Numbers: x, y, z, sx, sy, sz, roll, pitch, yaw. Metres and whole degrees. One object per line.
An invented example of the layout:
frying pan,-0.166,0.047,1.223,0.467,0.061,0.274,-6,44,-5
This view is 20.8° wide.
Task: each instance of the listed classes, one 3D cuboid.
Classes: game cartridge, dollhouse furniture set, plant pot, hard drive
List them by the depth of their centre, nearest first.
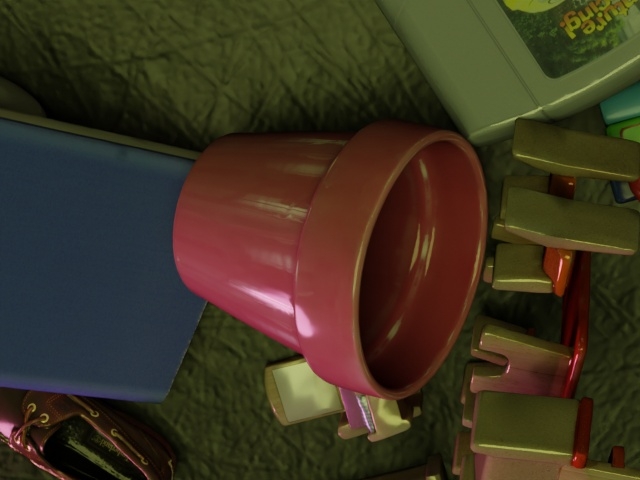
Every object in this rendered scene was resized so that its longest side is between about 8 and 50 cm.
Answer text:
dollhouse furniture set,0.178,0.090,1.242,0.135,0.259,0.262,9,132,3
game cartridge,0.191,-0.208,1.264,0.294,0.060,0.196,-36,76,13
plant pot,0.000,0.000,1.283,0.180,0.201,0.201,14,107,28
hard drive,-0.218,0.012,1.304,0.318,0.040,0.210,11,110,-39
dollhouse furniture set,-0.004,0.253,1.308,0.198,0.303,0.286,-15,102,9

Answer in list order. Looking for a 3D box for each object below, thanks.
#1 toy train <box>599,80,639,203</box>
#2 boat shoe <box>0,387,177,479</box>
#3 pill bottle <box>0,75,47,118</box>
toy train,0.323,-0.119,1.291,0.248,0.105,0.143,-16,88,10
boat shoe,-0.213,0.152,1.426,0.207,0.073,0.073,26,106,1
pill bottle,-0.333,0.002,1.355,0.160,0.160,0.283,24,105,0
